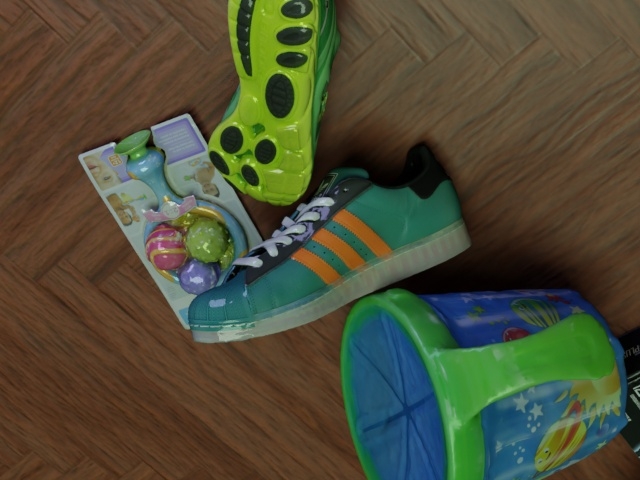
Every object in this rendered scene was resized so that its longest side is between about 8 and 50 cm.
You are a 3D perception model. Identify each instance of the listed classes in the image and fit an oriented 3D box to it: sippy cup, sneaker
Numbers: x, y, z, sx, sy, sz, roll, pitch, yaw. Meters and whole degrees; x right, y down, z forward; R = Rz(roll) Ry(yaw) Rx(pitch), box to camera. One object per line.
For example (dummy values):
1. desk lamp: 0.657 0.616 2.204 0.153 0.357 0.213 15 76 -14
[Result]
1. sippy cup: 0.166 0.146 1.054 0.224 0.305 0.240 -11 109 -21
2. sneaker: 0.000 0.000 1.024 0.302 0.108 0.121 -23 99 -25
3. sneaker: -0.029 -0.146 0.999 0.109 0.123 0.295 27 139 10

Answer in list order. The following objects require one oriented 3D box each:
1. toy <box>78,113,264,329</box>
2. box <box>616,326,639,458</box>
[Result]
1. toy: -0.144 -0.004 1.128 0.137 0.056 0.237 -18 115 19
2. box: 0.390 0.170 1.130 0.147 0.077 0.180 -31 111 23
